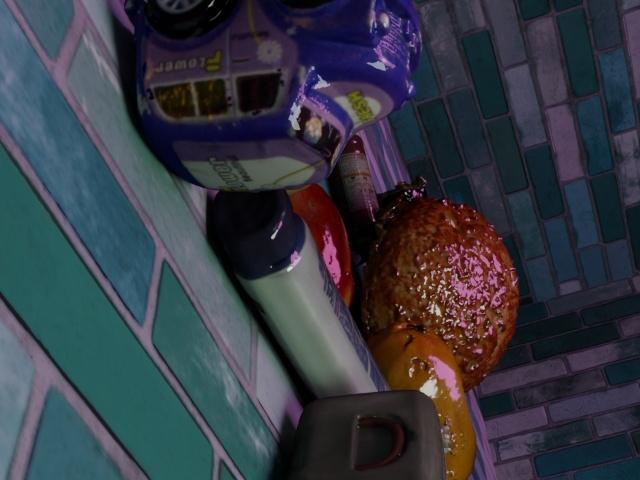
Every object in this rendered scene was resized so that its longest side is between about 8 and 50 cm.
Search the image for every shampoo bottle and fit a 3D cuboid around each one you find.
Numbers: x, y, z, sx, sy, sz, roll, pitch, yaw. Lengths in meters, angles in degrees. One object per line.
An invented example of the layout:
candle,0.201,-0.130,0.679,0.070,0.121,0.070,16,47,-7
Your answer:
shampoo bottle,-0.008,0.077,0.936,0.134,0.078,0.359,-100,168,-47

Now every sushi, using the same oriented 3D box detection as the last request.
sushi,0.121,-0.030,1.636,0.212,0.147,0.115,108,-38,-78

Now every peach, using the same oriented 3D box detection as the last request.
peach,0.004,0.000,1.147,0.189,0.068,0.279,61,16,-54

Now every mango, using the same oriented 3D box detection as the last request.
mango,0.115,0.227,1.170,0.156,0.151,0.249,11,-63,55

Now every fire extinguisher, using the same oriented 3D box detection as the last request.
fire extinguisher,0.050,-0.061,1.491,0.099,0.071,0.231,11,60,-46

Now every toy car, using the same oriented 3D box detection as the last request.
toy car,-0.034,-0.128,0.743,0.172,0.235,0.158,49,38,-64

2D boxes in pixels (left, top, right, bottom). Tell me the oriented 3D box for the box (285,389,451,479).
box,0.046,0.232,0.805,0.210,0.147,0.129,-74,156,-71

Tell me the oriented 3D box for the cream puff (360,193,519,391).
cream puff,0.190,0.096,1.408,0.350,0.228,0.351,5,90,-76

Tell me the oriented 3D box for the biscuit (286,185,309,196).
biscuit,-0.078,-0.225,1.093,0.344,0.057,0.287,-93,162,-51
